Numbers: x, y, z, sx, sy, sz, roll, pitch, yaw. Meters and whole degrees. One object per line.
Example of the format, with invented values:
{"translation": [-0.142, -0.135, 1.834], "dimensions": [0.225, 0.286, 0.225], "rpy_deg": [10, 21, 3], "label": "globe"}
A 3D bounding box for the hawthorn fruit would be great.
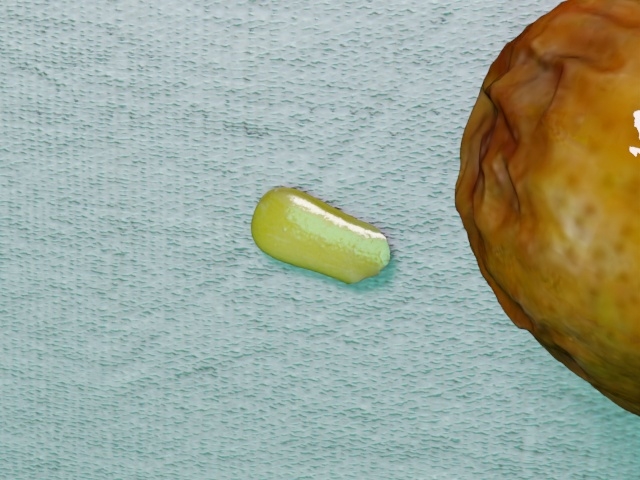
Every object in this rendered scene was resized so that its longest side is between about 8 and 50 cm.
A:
{"translation": [0.346, -0.037, 1.777], "dimensions": [0.472, 0.472, 0.471], "rpy_deg": [6, 109, 17], "label": "hawthorn fruit"}

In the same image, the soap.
{"translation": [0.000, 0.000, 2.128], "dimensions": [0.168, 0.033, 0.089], "rpy_deg": [26, 115, 10], "label": "soap"}
